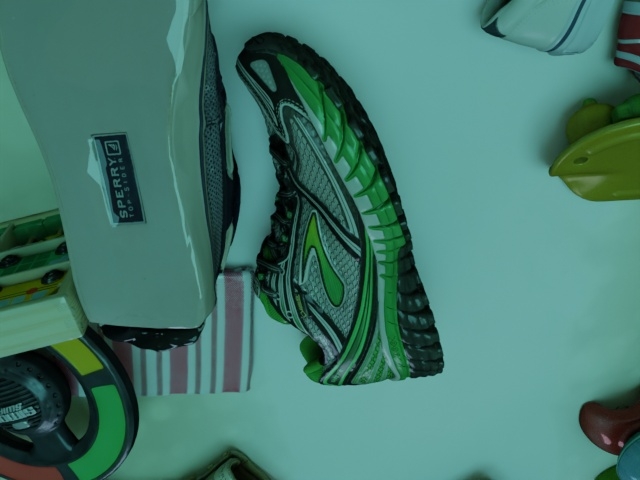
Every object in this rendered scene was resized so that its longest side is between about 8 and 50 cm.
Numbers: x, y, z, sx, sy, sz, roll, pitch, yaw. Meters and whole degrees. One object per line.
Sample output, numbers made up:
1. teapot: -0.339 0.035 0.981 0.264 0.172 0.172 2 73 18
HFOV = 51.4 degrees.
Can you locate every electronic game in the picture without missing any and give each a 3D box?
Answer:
1. electronic game: -0.278 0.143 0.618 0.229 0.048 0.229 4 116 9

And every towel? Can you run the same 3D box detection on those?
1. towel: -0.162 0.086 0.641 0.197 0.029 0.144 1 118 -9

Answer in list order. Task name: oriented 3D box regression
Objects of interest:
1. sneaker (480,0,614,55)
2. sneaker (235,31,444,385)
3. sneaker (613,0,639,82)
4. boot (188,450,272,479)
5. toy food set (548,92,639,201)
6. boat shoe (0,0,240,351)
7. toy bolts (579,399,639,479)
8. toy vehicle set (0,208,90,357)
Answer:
1. sneaker: 0.179 -0.256 0.454 0.091 0.094 0.258 3 117 -11
2. sneaker: 0.000 0.000 0.550 0.146 0.134 0.343 -17 119 4
3. sneaker: 0.300 -0.161 0.547 0.119 0.042 0.067 6 113 0
4. boot: -0.157 0.286 0.718 0.213 0.077 0.165 38 109 -27
5. toy food set: 0.305 -0.094 0.571 0.218 0.071 0.128 -2 155 1
6. boat shoe: -0.124 -0.104 0.472 0.127 0.158 0.340 3 115 2
7. toy bolts: 0.407 0.275 0.723 0.218 0.158 0.228 -28 117 9
8. toy vehicle set: -0.301 0.045 0.524 0.267 0.166 0.035 -14 118 1
